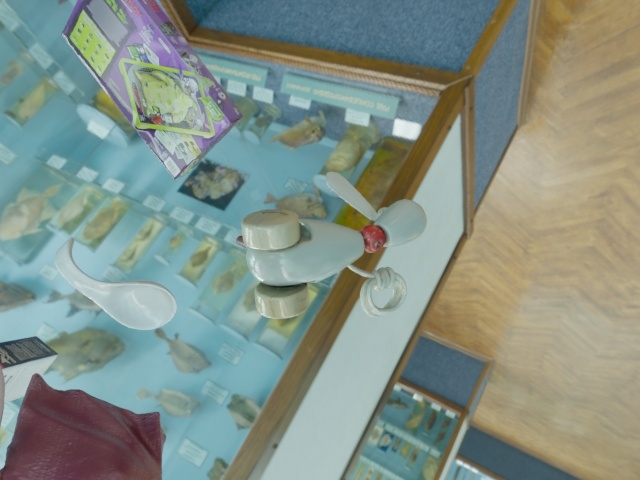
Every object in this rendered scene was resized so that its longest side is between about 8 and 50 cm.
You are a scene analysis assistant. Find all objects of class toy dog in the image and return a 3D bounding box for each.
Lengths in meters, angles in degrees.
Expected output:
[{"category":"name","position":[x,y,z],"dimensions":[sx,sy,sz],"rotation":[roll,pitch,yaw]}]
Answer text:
[{"category":"toy dog","position":[0.000,0.000,0.816],"dimensions":[0.334,0.220,0.161],"rotation":[5,-164,-39]}]

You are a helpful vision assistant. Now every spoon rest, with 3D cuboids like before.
[{"category":"spoon rest","position":[-0.437,0.107,1.076],"dimensions":[0.276,0.137,0.084],"rotation":[39,-161,-27]}]

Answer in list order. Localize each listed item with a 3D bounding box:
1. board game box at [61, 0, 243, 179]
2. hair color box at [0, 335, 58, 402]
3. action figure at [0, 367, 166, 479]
[{"category":"board game box","position":[-0.314,-0.304,0.920],"dimensions":[0.208,0.056,0.346],"rotation":[-31,99,44]},{"category":"hair color box","position":[-0.937,0.387,1.445],"dimensions":[0.105,0.173,0.347],"rotation":[37,178,4]},{"category":"action figure","position":[-0.182,0.234,0.357],"dimensions":[0.370,0.248,0.275],"rotation":[31,149,56]}]
